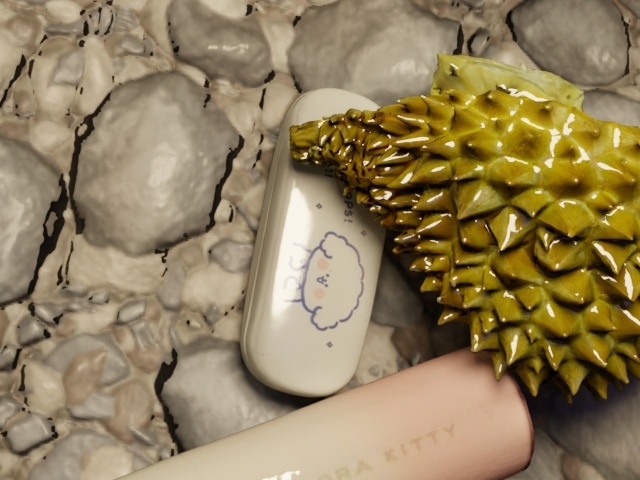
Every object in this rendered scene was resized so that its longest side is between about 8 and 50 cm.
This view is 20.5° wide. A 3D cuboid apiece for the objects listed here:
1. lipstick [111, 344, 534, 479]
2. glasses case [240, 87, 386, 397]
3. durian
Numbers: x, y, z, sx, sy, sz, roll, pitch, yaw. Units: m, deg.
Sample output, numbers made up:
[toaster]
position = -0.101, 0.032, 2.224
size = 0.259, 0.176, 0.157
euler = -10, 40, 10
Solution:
[lipstick]
position = -0.033, 0.153, 1.043
size = 0.326, 0.087, 0.087
euler = -19, 87, -22
[glasses case]
position = 0.000, 0.000, 1.102
size = 0.076, 0.049, 0.197
euler = 17, 73, -20
[durian]
position = 0.132, -0.016, 1.065
size = 0.306, 0.166, 0.172
euler = 22, 115, -18
